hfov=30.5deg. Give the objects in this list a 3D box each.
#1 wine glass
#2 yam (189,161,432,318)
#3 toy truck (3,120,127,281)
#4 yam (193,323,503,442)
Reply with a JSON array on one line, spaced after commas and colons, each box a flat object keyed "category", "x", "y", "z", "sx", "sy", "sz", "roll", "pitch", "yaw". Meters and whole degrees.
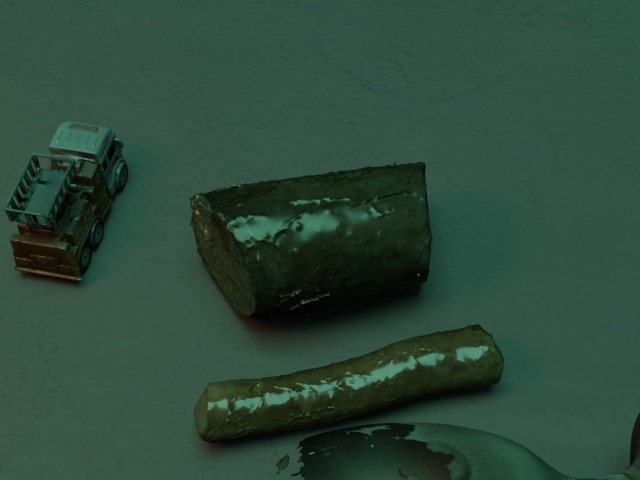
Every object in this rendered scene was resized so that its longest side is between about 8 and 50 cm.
[{"category": "wine glass", "x": 0.142, "y": 0.237, "z": 0.984, "sx": 0.357, "sy": 0.190, "sz": 0.190, "roll": -4, "pitch": 52, "yaw": -6}, {"category": "yam", "x": 0.000, "y": 0.000, "z": 1.194, "sx": 0.254, "sy": 0.154, "sz": 0.154, "roll": -7, "pitch": 52, "yaw": -8}, {"category": "toy truck", "x": -0.274, "y": -0.058, "z": 1.268, "sx": 0.080, "sy": 0.115, "sz": 0.178, "roll": 9, "pitch": 52, "yaw": 9}, {"category": "yam", "x": 0.026, "y": 0.141, "z": 1.135, "sx": 0.299, "sy": 0.066, "sz": 0.066, "roll": -12, "pitch": 53, "yaw": -7}]
